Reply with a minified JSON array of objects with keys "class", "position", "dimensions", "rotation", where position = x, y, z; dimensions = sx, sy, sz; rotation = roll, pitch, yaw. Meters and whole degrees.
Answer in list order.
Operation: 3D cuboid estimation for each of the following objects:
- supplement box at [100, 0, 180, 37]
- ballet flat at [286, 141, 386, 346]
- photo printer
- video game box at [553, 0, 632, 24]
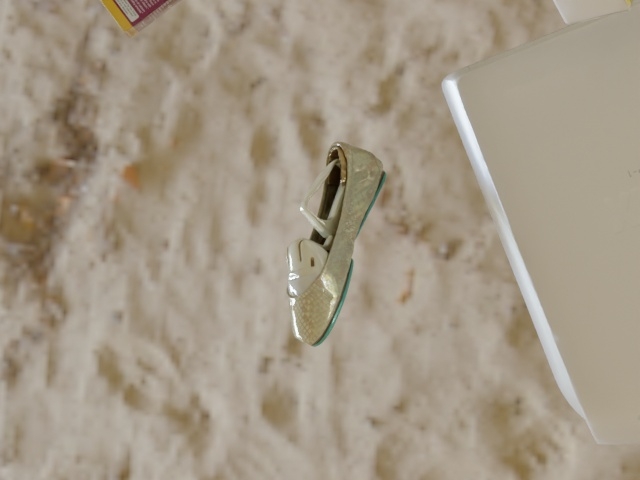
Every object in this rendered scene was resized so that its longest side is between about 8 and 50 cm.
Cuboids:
[{"class":"supplement box","position":[-0.114,-0.184,1.212],"dimensions":[0.083,0.043,0.055],"rotation":[-36,90,1]},{"class":"ballet flat","position":[0.000,0.000,1.341],"dimensions":[0.057,0.052,0.168],"rotation":[-25,39,52]},{"class":"photo printer","position":[0.255,-0.018,1.255],"dimensions":[0.256,0.107,0.308],"rotation":[-21,90,10]},{"class":"video game box","position":[0.131,-0.256,1.003],"dimensions":[0.048,0.205,0.187],"rotation":[-14,36,30]}]
